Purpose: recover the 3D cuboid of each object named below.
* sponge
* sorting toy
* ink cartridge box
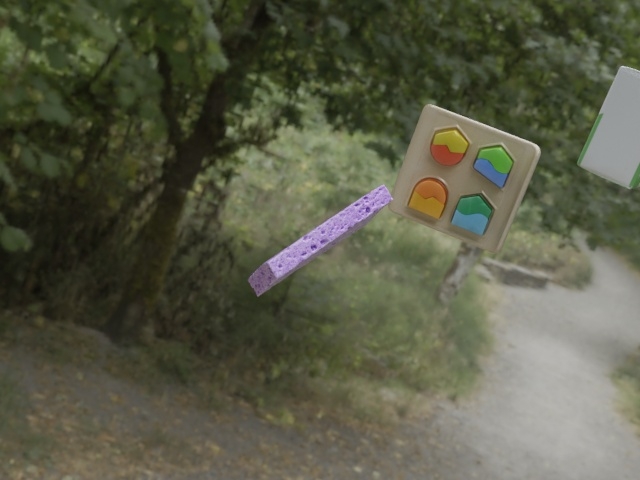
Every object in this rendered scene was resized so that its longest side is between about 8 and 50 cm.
[{"bbox_3d":[0.000,0.000,1.382,0.031,0.210,0.117,55,-23,4],"label":"sponge"},{"bbox_3d":[0.231,-0.100,1.635,0.208,0.193,0.038,24,16,14],"label":"sorting toy"},{"bbox_3d":[0.481,-0.169,1.516,0.093,0.160,0.219,27,14,20],"label":"ink cartridge box"}]
